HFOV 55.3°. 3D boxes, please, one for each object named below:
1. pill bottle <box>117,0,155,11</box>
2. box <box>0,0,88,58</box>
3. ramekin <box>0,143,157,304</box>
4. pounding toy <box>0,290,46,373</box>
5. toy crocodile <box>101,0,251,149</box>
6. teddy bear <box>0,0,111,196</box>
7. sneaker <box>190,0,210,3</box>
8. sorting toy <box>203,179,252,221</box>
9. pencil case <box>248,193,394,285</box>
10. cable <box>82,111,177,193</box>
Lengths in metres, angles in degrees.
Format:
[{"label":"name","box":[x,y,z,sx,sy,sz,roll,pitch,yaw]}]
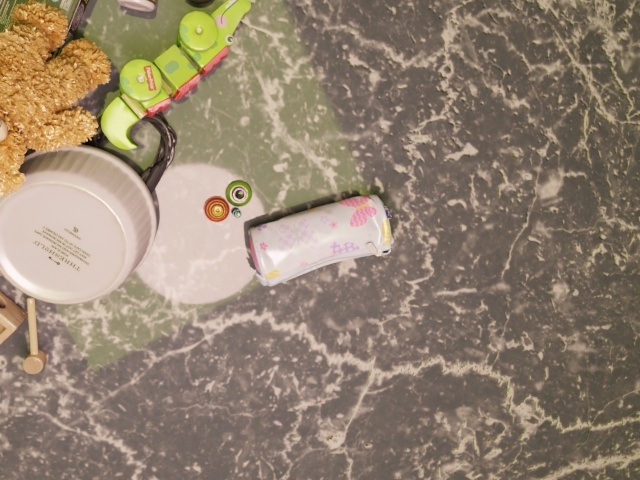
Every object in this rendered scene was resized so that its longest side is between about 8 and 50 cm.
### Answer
[{"label":"pill bottle","box":[-0.312,-0.462,1.052,0.065,0.065,0.116,7,96,-14]},{"label":"box","box":[-0.492,-0.459,1.016,0.216,0.060,0.270,22,93,-14]},{"label":"ramekin","box":[-0.418,-0.017,1.019,0.272,0.127,0.273,-3,113,-7]},{"label":"pounding toy","box":[-0.563,0.150,1.070,0.181,0.094,0.206,-44,105,-3]},{"label":"toy crocodile","box":[-0.246,-0.296,1.055,0.340,0.115,0.105,-45,106,-12]},{"label":"teddy bear","box":[-0.448,-0.226,0.913,0.338,0.113,0.245,-49,117,-43]},{"label":"sneaker","box":[-0.224,-0.547,1.018,0.090,0.145,0.270,-9,100,-11]},{"label":"sorting toy","box":[-0.170,-0.069,1.154,0.102,0.042,0.061,-37,104,-5]},{"label":"pencil case","box":[0.000,0.000,1.164,0.273,0.113,0.124,-15,79,-9]},{"label":"cable","box":[-0.346,-0.163,1.100,0.150,0.047,0.184,26,81,-4]}]
